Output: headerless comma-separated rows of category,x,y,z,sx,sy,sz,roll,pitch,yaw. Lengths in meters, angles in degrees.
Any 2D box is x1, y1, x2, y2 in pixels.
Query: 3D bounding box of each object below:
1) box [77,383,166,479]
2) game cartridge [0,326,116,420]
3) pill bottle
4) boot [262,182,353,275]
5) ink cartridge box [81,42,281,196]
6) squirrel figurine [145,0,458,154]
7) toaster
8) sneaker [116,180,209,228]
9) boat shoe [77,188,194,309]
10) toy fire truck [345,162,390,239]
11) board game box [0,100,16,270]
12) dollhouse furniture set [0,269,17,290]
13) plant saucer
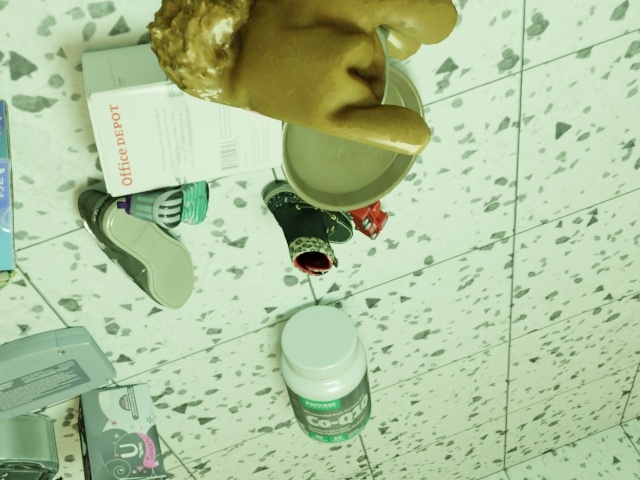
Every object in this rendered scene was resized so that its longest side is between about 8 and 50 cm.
box,-0.454,0.469,1.698,0.164,0.247,0.142,-2,138,-24
game cartridge,-0.603,0.280,1.570,0.294,0.060,0.196,-19,144,-6
pill bottle,0.014,0.325,1.795,0.204,0.204,0.361,-18,140,-6
boot,-0.002,0.001,1.439,0.085,0.178,0.236,-41,138,21
ink cartridge box,-0.209,-0.200,1.162,0.283,0.117,0.207,-12,140,-14
squirrel figurine,-0.019,-0.337,0.937,0.397,0.281,0.370,13,101,-10
toaster,-0.682,0.472,1.673,0.227,0.146,0.129,14,129,-36
sneaker,-0.261,-0.071,1.277,0.098,0.224,0.083,10,96,9
boat shoe,-0.332,0.013,1.383,0.112,0.096,0.335,-54,150,-20
toy fire truck,0.109,-0.088,1.479,0.135,0.047,0.192,-54,157,-7
board game box,-0.607,-0.074,1.095,0.291,0.141,0.232,-3,137,-23
dollhouse furniture set,-0.652,0.130,1.229,0.302,0.197,0.151,-9,100,-20
plant saucer,0.053,-0.183,1.304,0.278,0.041,0.277,-11,121,-19
